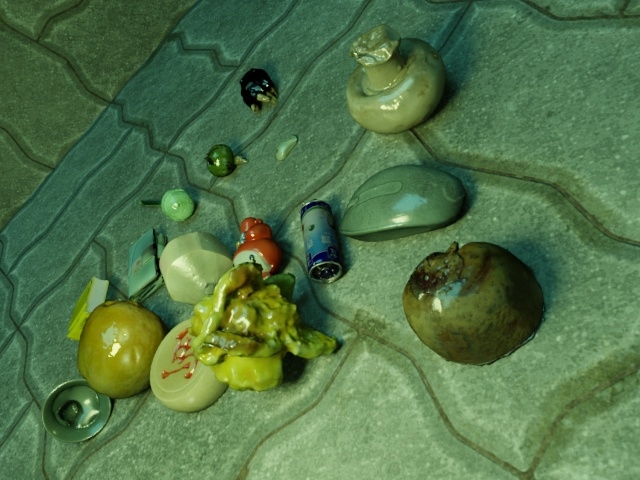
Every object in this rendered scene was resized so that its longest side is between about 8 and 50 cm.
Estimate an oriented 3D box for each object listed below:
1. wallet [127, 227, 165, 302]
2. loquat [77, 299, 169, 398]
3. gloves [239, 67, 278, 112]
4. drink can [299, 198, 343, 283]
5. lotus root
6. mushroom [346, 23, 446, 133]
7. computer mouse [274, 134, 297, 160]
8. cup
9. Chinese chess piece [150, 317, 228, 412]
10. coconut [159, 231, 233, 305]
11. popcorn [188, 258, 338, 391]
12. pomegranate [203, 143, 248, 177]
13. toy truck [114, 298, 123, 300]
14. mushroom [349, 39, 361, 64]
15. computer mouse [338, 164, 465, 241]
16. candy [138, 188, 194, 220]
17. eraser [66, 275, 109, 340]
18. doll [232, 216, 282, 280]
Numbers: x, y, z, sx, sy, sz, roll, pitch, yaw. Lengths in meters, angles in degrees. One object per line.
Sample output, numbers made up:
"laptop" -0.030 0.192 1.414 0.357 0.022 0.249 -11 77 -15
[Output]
"wallet" -0.627 0.089 2.035 0.176 0.075 0.250 -37 43 18
"loquat" -0.601 0.322 1.707 0.276 0.276 0.284 15 74 46
"gloves" -0.239 -0.578 2.183 0.203 0.124 0.164 40 107 56
"drink can" 0.000 0.000 1.547 0.097 0.097 0.235 -28 45 22
"lotus root" 0.296 0.105 1.161 0.272 0.192 0.272 -29 39 27
"mushroom" 0.190 -0.459 1.579 0.297 0.290 0.298 -21 48 25
"computer mouse" -0.122 -0.324 1.942 0.110 0.032 0.056 -52 42 -3
"cup" -0.771 0.514 1.782 0.199 0.199 0.150 -59 24 -11
"Chinese chess piece" -0.358 0.346 1.588 0.273 0.102 0.273 -23 47 27
"coconut" -0.368 0.093 1.705 0.241 0.241 0.241 -22 48 27
"popcorn" -0.157 0.216 1.410 0.290 0.321 0.326 -37 22 38
"pomegranate" -0.344 -0.292 2.065 0.161 0.122 0.122 -4 48 -7
"toy truck" -0.683 0.281 1.935 0.115 0.080 0.178 -29 46 14
"mushroom" 0.177 -0.584 1.837 0.099 0.096 0.278 -43 37 5
"computer mouse" 0.185 -0.100 1.448 0.373 0.114 0.203 -8 56 38
"candy" -0.619 -0.145 2.198 0.439 0.119 0.119 9 66 52
"eraser" -0.844 0.252 2.050 0.226 0.069 0.158 -45 33 38
"doll" -0.183 0.055 1.634 0.161 0.129 0.291 -28 59 41
